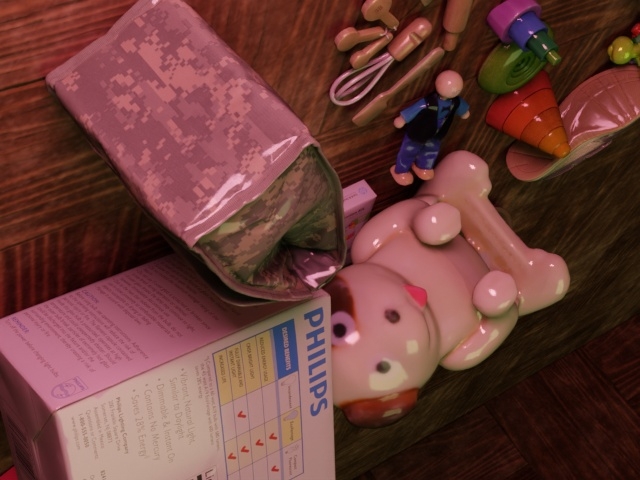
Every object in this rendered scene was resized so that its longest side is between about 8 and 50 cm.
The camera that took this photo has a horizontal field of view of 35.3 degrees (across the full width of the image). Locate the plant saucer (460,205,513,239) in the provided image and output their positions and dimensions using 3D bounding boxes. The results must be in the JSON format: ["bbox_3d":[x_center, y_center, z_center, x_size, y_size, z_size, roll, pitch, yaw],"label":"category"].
[{"bbox_3d":[0.264,0.054,1.887,0.278,0.041,0.277,-33,140,-32],"label":"plant saucer"}]

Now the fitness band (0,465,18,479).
[{"bbox_3d":[-0.474,0.430,1.656,0.291,0.054,0.209,-44,156,16],"label":"fitness band"}]

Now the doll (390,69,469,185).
[{"bbox_3d":[0.156,-0.162,1.402,0.129,0.046,0.189,-15,144,-26],"label":"doll"}]

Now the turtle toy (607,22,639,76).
[{"bbox_3d":[0.517,-0.310,1.601,0.130,0.066,0.095,-21,130,-27],"label":"turtle toy"}]

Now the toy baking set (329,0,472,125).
[{"bbox_3d":[0.096,-0.241,1.191,0.197,0.030,0.256,-27,156,-13],"label":"toy baking set"}]

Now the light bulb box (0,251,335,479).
[{"bbox_3d":[-0.188,0.229,1.278,0.361,0.225,0.357,-22,125,-31],"label":"light bulb box"}]

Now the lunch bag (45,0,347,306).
[{"bbox_3d":[-0.098,-0.066,0.979,0.169,0.235,0.287,-41,157,-3],"label":"lunch bag"}]

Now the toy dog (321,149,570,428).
[{"bbox_3d":[0.111,0.087,1.473,0.395,0.284,0.408,-29,-177,36],"label":"toy dog"}]

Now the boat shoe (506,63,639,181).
[{"bbox_3d":[0.445,-0.193,1.696,0.285,0.102,0.092,-37,163,13],"label":"boat shoe"}]

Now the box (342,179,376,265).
[{"bbox_3d":[0.000,0.000,1.510,0.145,0.038,0.186,-26,154,-26],"label":"box"}]

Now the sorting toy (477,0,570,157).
[{"bbox_3d":[0.310,-0.212,1.424,0.127,0.126,0.365,-36,158,0],"label":"sorting toy"}]
